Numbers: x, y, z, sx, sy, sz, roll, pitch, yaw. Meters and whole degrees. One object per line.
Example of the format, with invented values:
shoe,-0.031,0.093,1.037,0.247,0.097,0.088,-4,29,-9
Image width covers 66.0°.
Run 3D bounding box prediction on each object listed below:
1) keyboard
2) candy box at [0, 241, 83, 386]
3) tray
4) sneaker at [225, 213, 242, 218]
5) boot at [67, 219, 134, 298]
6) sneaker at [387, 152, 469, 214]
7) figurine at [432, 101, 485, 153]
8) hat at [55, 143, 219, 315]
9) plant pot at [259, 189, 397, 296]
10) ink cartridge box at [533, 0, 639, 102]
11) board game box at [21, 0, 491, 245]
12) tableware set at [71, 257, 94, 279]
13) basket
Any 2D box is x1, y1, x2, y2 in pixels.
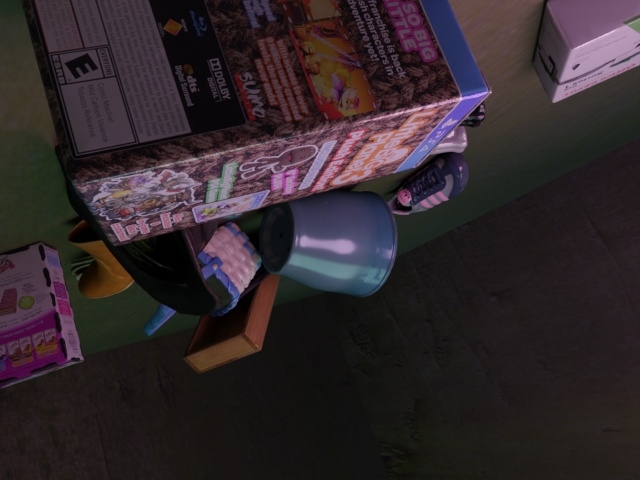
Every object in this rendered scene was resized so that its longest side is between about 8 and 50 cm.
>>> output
keyboard,-0.198,0.076,1.389,0.317,0.033,0.201,-39,-154,-8
candy box,-0.559,0.140,0.921,0.159,0.233,0.071,-18,168,-6
tray,-0.224,0.167,1.385,0.203,0.076,0.410,-25,-153,22
sneaker,-0.129,-0.105,0.789,0.302,0.120,0.108,-30,165,40
boot,-0.423,0.019,0.970,0.295,0.104,0.211,-27,162,11
sneaker,0.286,-0.139,1.347,0.131,0.112,0.319,-19,168,-17
figurine,0.174,-0.212,0.929,0.210,0.092,0.215,-12,169,1
hat,-0.225,-0.034,0.717,0.134,0.331,0.331,-45,-177,-31
plant pot,0.000,0.000,1.195,0.256,0.271,0.272,5,156,-32
ink cartridge box,0.444,-0.327,0.788,0.160,0.092,0.219,-23,168,16
board game box,-0.060,-0.156,0.398,0.291,0.231,0.141,-16,169,-17
tableware set,-0.583,0.091,1.138,0.194,0.039,0.128,-15,167,-24
basket,-0.298,0.104,1.195,0.289,0.201,0.255,-50,-171,-37
